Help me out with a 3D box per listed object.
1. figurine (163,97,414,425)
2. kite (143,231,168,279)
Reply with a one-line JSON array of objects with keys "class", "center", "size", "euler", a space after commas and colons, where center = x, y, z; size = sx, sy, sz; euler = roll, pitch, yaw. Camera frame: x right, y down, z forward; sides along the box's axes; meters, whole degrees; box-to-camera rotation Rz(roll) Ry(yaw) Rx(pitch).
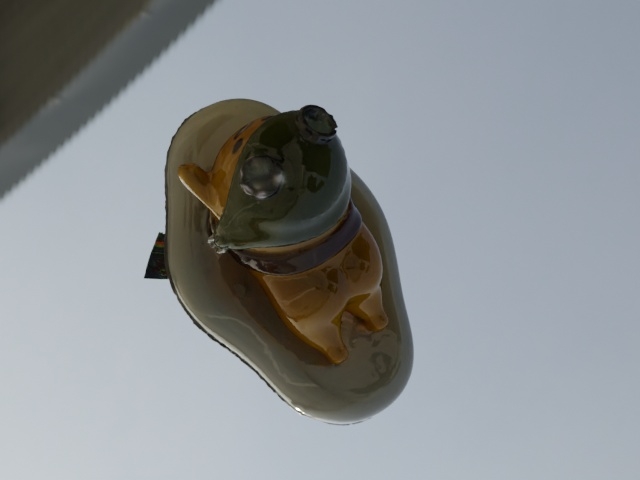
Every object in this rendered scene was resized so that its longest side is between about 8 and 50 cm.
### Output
[{"class": "figurine", "center": [0.000, 0.000, 1.203], "size": [0.250, 0.166, 0.141], "euler": [52, -26, -2]}, {"class": "kite", "center": [-0.125, 0.018, 1.613], "size": [0.122, 0.090, 0.004], "euler": [33, -48, 45]}]
